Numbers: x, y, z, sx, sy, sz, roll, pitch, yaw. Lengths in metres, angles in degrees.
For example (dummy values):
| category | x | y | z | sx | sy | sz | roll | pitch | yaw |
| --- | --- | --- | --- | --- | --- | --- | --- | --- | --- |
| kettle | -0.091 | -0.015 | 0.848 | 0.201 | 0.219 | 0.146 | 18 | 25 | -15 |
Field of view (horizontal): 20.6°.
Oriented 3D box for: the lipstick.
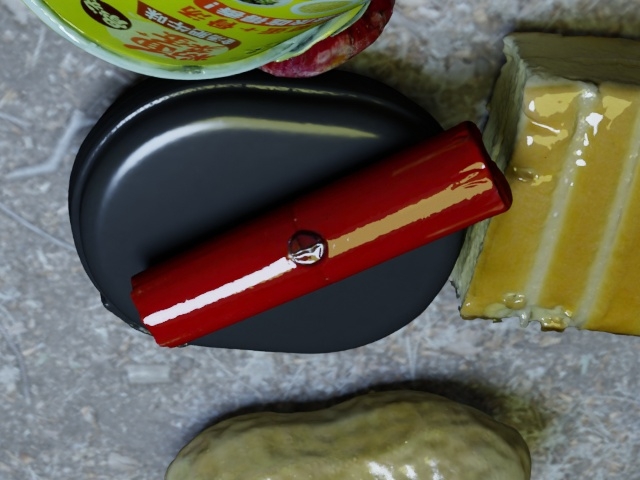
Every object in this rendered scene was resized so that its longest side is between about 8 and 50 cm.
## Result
| category | x | y | z | sx | sy | sz | roll | pitch | yaw |
| --- | --- | --- | --- | --- | --- | --- | --- | --- | --- |
| lipstick | 0.000 | -0.001 | 1.274 | 0.280 | 0.073 | 0.073 | -24 | 124 | 10 |

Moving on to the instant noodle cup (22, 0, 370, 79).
| category | x | y | z | sx | sy | sz | roll | pitch | yaw |
| --- | --- | --- | --- | --- | --- | --- | --- | --- | --- |
| instant noodle cup | -0.036 | -0.247 | 1.020 | 0.311 | 0.221 | 0.311 | -1 | 93 | -29 |

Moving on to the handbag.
| category | x | y | z | sx | sy | sz | roll | pitch | yaw |
| --- | --- | --- | --- | --- | --- | --- | --- | --- | --- |
| handbag | -0.040 | -0.021 | 1.356 | 0.308 | 0.093 | 0.253 | 5 | 126 | -10 |

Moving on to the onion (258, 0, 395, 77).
| category | x | y | z | sx | sy | sz | roll | pitch | yaw |
| --- | --- | --- | --- | --- | --- | --- | --- | --- | --- |
| onion | -0.022 | -0.173 | 1.247 | 0.150 | 0.150 | 0.140 | 1 | 156 | -7 |

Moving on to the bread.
| category | x | y | z | sx | sy | sz | roll | pitch | yaw |
| --- | --- | --- | --- | --- | --- | --- | --- | --- | --- |
| bread | 0.234 | -0.034 | 1.365 | 0.239 | 0.111 | 0.246 | 5 | 126 | -7 |

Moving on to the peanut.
| category | x | y | z | sx | sy | sz | roll | pitch | yaw |
| --- | --- | --- | --- | --- | --- | --- | --- | --- | --- |
| peanut | 0.023 | 0.205 | 1.493 | 0.313 | 0.149 | 0.149 | -10 | 126 | -3 |
